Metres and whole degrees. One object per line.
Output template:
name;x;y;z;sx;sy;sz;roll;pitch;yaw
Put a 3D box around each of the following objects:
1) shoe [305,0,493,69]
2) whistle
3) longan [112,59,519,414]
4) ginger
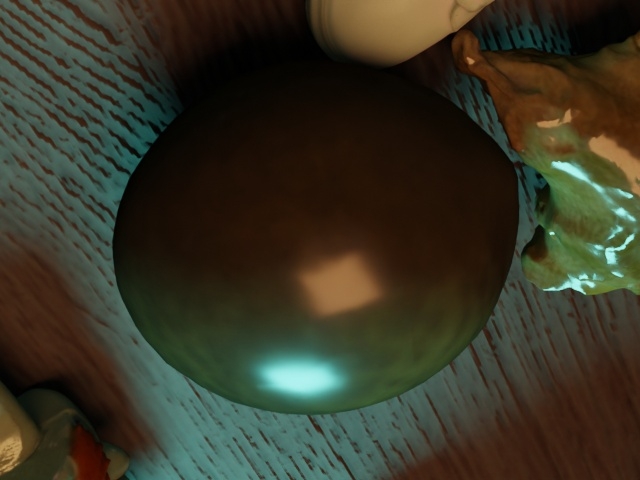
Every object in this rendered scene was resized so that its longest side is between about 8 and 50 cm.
shoe;0.096;-0.172;0.662;0.095;0.110;0.265;31;111;-31
whistle;-0.172;0.152;0.841;0.101;0.106;0.253;-50;132;-28
longan;0.000;0.000;0.715;0.213;0.198;0.198;3;125;-11
ginger;0.197;-0.049;0.762;0.270;0.123;0.219;23;120;-32
